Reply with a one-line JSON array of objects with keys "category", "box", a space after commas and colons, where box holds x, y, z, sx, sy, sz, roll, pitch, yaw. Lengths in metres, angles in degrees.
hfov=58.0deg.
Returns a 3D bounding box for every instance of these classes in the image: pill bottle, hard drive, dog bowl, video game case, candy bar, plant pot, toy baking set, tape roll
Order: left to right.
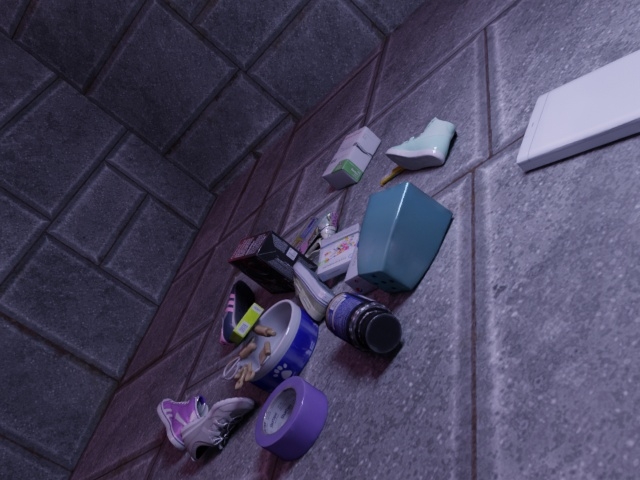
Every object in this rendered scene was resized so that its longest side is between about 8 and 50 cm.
[{"category": "toy baking set", "box": [-0.215, 0.330, 1.681, 0.197, 0.030, 0.256, -57, 20, -14]}, {"category": "dog bowl", "box": [-0.128, 0.313, 1.722, 0.265, 0.104, 0.265, -44, 22, 22]}, {"category": "tape roll", "box": [-0.073, 0.438, 1.428, 0.189, 0.080, 0.189, -44, 21, 22]}, {"category": "video game case", "box": [-0.059, 0.003, 2.219, 0.212, 0.023, 0.193, -55, 20, -6]}, {"category": "pill bottle", "box": [0.103, 0.199, 1.394, 0.123, 0.122, 0.219, -55, 20, -8]}, {"category": "candy bar", "box": [0.259, -0.235, 1.948, 0.161, 0.018, 0.040, -35, 22, 38]}, {"category": "plant pot", "box": [0.199, 0.006, 1.480, 0.165, 0.165, 0.234, -16, 48, 58]}, {"category": "hard drive", "box": [0.609, -0.295, 1.259, 0.353, 0.047, 0.233, -19, 38, 55]}]

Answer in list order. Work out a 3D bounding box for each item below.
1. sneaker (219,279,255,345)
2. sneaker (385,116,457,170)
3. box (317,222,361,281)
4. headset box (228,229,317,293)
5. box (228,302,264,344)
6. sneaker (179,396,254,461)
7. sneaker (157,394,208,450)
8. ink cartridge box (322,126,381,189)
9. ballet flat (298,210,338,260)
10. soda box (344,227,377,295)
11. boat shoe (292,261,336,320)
[{"category": "sneaker", "box": [-0.333, 0.274, 2.218, 0.131, 0.112, 0.319, -41, 21, 19]}, {"category": "sneaker", "box": [0.322, -0.309, 1.825, 0.255, 0.094, 0.151, 9, 68, 56]}, {"category": "box", "box": [0.065, 0.036, 1.825, 0.145, 0.038, 0.186, -25, 30, 21]}, {"category": "headset box", "box": [-0.181, 0.085, 2.058, 0.293, 0.218, 0.110, -13, 43, 59]}, {"category": "box", "box": [-0.233, 0.263, 1.790, 0.109, 0.042, 0.178, -54, 0, -22]}, {"category": "sneaker", "box": [-0.293, 0.558, 1.720, 0.281, 0.105, 0.115, -39, 57, 21]}, {"category": "sneaker", "box": [-0.463, 0.590, 1.999, 0.161, 0.102, 0.282, -51, 30, -8]}, {"category": "ink cartridge box", "box": [0.123, -0.324, 2.281, 0.160, 0.092, 0.220, -12, 44, 60]}, {"category": "ballet flat", "box": [0.000, 0.000, 2.046, 0.221, 0.076, 0.079, -50, 38, 17]}, {"category": "soda box", "box": [0.138, 0.046, 1.648, 0.069, 0.074, 0.216, -32, 28, 43]}, {"category": "boat shoe", "box": [-0.040, 0.151, 1.809, 0.094, 0.109, 0.302, -52, 23, 3]}]
